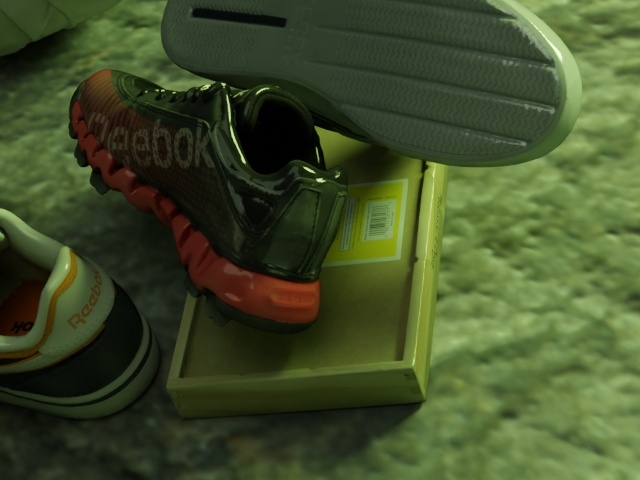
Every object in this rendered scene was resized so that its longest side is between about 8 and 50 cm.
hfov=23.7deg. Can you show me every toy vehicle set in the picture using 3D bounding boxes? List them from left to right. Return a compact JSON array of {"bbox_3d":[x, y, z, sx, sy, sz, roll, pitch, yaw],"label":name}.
[{"bbox_3d":[0.000,0.000,1.053,0.166,0.035,0.267,-5,47,17],"label":"toy vehicle set"}]

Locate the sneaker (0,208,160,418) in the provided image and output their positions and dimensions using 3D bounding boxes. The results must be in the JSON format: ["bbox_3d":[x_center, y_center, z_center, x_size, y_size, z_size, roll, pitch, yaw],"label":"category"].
[{"bbox_3d":[-0.274,0.043,1.056,0.321,0.127,0.126,-1,50,22],"label":"sneaker"}]

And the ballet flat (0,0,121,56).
[{"bbox_3d":[-0.315,-0.224,1.338,0.400,0.139,0.139,13,54,35],"label":"ballet flat"}]

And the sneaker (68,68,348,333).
[{"bbox_3d":[-0.072,-0.059,1.007,0.276,0.098,0.135,44,116,41],"label":"sneaker"}]

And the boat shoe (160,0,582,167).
[{"bbox_3d":[0.045,-0.125,1.038,0.335,0.119,0.121,22,94,37],"label":"boat shoe"}]
